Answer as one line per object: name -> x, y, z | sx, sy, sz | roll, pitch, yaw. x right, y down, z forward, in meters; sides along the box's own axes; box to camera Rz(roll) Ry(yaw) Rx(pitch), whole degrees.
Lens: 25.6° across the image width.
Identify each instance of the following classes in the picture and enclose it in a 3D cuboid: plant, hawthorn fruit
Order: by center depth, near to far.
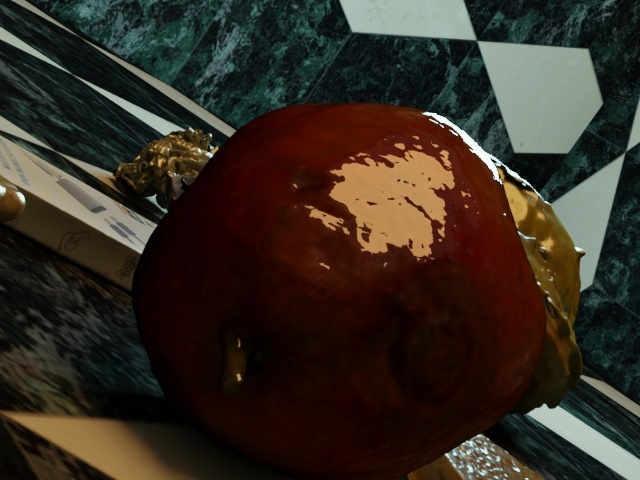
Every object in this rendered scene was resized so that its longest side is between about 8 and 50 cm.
hawthorn fruit -> 0.002, 0.031, 0.761 | 0.224, 0.224, 0.261 | 36, 18, 18
plant -> -0.142, -0.048, 1.397 | 0.116, 0.104, 0.122 | -48, 118, -50

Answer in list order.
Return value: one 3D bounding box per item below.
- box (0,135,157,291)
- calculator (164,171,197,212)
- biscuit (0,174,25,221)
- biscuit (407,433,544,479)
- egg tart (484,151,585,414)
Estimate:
box -> -0.178, -0.019, 0.995 | 0.247, 0.033, 0.129 | 31, 7, -33
calculator -> 0.000, 0.000, 1.204 | 0.262, 0.021, 0.161 | 7, 31, -15
biscuit -> -0.287, -0.073, 0.781 | 0.160, 0.030, 0.250 | 36, 8, 26
biscuit -> 0.121, 0.190, 0.924 | 0.170, 0.050, 0.170 | 37, 12, -10
egg tart -> 0.147, 0.017, 1.492 | 0.388, 0.169, 0.388 | 43, -14, 14
